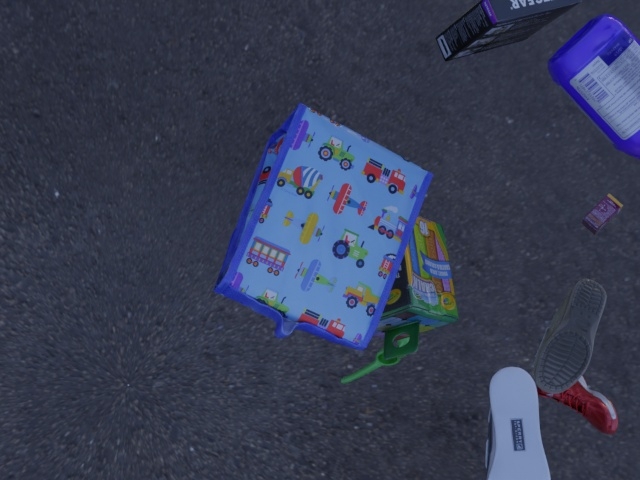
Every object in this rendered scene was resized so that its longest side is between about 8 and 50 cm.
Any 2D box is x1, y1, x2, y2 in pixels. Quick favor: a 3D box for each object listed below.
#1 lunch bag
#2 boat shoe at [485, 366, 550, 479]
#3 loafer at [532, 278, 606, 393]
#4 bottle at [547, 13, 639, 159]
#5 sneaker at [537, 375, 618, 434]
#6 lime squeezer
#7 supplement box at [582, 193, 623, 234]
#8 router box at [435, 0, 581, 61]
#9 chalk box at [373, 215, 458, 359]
[{"bbox_3d":[0.000,0.000,1.032,0.220,0.138,0.293,26,66,-15],"label":"lunch bag"},{"bbox_3d":[0.328,0.373,1.269,0.108,0.102,0.301,-4,63,10],"label":"boat shoe"},{"bbox_3d":[0.539,0.213,1.618,0.102,0.092,0.269,30,74,8],"label":"loafer"},{"bbox_3d":[0.452,-0.183,1.052,0.283,0.092,0.118,45,104,-5],"label":"bottle"},{"bbox_3d":[0.590,0.383,1.761,0.128,0.221,0.087,-1,114,-18],"label":"sneaker"},{"bbox_3d":[0.161,0.236,1.732,0.310,0.110,0.059,-52,135,5],"label":"lime squeezer"},{"bbox_3d":[0.646,-0.060,1.709,0.083,0.055,0.043,-44,71,3],"label":"supplement box"},{"bbox_3d":[0.284,-0.335,1.131,0.178,0.133,0.046,-21,88,-28],"label":"router box"},{"bbox_3d":[0.164,0.106,1.578,0.179,0.180,0.289,18,59,-45],"label":"chalk box"}]
